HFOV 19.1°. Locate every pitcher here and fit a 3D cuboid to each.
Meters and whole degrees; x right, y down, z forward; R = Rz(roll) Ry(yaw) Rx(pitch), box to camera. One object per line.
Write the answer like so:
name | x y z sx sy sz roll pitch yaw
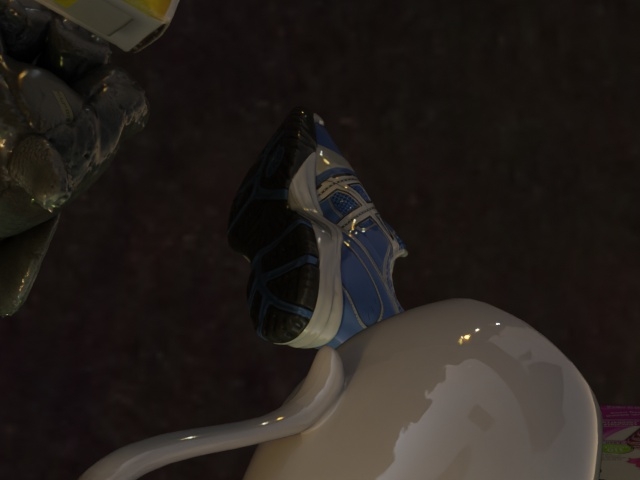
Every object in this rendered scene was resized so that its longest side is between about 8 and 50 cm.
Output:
pitcher | 0.005 0.102 0.714 0.207 0.125 0.178 -47 124 -25

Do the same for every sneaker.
sneaker | 0.000 0.000 1.098 0.081 0.080 0.211 24 31 -22

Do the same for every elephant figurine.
elephant figurine | -0.228 -0.034 1.232 0.169 0.239 0.186 47 31 9

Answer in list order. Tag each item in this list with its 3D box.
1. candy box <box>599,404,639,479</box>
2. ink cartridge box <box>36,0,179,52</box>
candy box | 0.319 0.220 1.754 0.233 0.159 0.071 -91 -177 -75
ink cartridge box | -0.155 -0.287 0.853 0.307 0.072 0.303 29 67 -22
